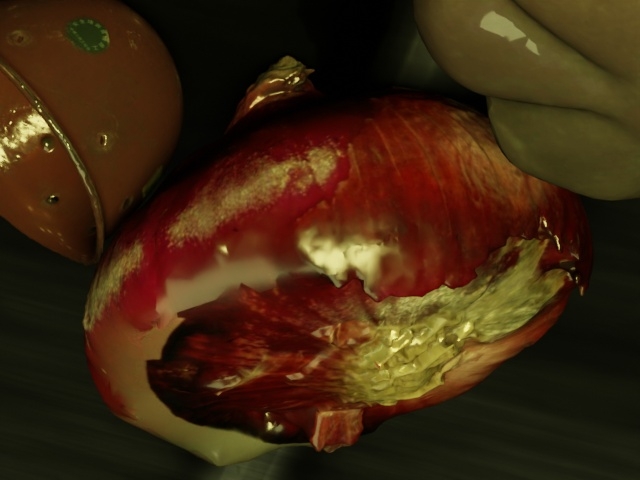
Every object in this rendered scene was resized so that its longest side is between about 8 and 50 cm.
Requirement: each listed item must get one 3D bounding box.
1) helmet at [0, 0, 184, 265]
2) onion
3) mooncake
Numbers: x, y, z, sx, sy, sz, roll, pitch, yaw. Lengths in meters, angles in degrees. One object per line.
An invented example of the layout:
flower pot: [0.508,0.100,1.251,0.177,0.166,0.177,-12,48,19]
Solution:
helmet: [-0.132,-0.072,1.012,0.155,0.106,0.175,48,154,7]
onion: [0.000,0.000,1.003,0.272,0.195,0.272,-12,156,-5]
mooncake: [0.163,-0.101,0.775,0.245,0.133,0.245,20,158,9]
